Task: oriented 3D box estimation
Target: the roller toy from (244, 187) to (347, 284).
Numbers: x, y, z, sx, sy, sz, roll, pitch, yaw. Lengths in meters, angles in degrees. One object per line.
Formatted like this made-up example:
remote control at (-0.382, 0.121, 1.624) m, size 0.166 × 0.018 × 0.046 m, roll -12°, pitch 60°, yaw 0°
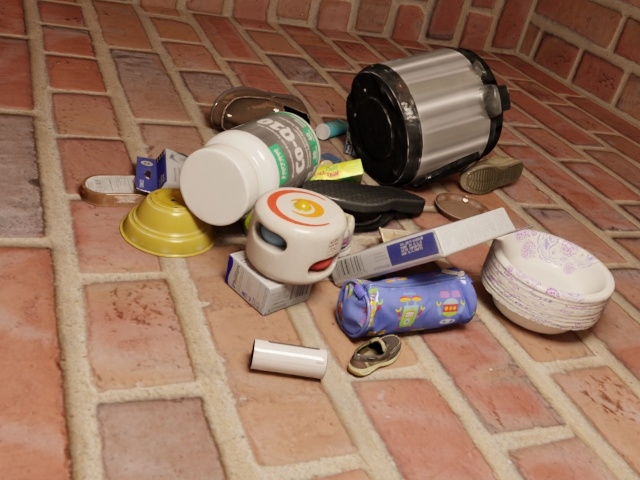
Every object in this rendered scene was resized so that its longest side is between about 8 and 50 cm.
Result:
roller toy at (-0.046, -0.016, 1.426) m, size 0.209 × 0.146 × 0.191 m, roll 9°, pitch 31°, yaw -11°

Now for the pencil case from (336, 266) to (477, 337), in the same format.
pencil case at (0.186, 0.124, 1.454) m, size 0.306 × 0.133 × 0.119 m, roll -4°, pitch 34°, yaw -28°

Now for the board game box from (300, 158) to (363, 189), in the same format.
board game box at (0.019, -0.165, 1.859) m, size 0.181 × 0.043 × 0.092 m, roll -12°, pitch -11°, yaw -4°

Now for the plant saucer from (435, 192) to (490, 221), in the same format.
plant saucer at (0.408, -0.086, 2.022) m, size 0.168 × 0.029 × 0.168 m, roll 11°, pitch 29°, yaw -6°

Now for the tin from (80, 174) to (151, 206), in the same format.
tin at (-0.474, -0.120, 1.678) m, size 0.190 × 0.040 × 0.106 m, roll -2°, pitch 37°, yaw -27°

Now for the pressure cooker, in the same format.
pressure cooker at (0.334, -0.377, 2.073) m, size 0.420 × 0.375 × 0.370 m, roll -19°, pitch 55°, yaw -23°

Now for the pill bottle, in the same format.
pill bottle at (-0.157, -0.170, 1.629) m, size 0.204 × 0.204 × 0.361 m, roll 23°, pitch 28°, yaw 14°

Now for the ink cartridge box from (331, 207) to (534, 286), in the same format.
ink cartridge box at (0.241, 0.008, 1.542) m, size 0.330 × 0.071 × 0.324 m, roll -16°, pitch -3°, yaw -41°

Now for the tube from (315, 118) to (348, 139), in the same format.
tube at (0.051, -0.376, 2.351) m, size 0.080 × 0.052 × 0.207 m, roll 34°, pitch 27°, yaw 13°

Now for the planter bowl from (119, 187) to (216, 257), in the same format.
planter bowl at (-0.335, -0.057, 1.576) m, size 0.217 × 0.090 × 0.217 m, roll 11°, pitch 30°, yaw -6°

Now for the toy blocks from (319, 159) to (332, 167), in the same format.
toy blocks at (-0.028, -0.205, 1.988) m, size 0.123 × 0.054 × 0.148 m, roll -20°, pitch 42°, yaw -25°

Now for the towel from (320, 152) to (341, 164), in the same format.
towel at (0.004, -0.229, 2.086) m, size 0.067 × 0.029 × 0.119 m, roll 35°, pitch 36°, yaw 29°

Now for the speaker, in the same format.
speaker at (-0.059, 0.214, 1.267) m, size 0.136 × 0.055 × 0.055 m, roll 10°, pitch 30°, yaw -8°

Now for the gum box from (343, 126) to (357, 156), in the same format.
gum box at (0.171, -0.307, 2.284) m, size 0.184 × 0.041 × 0.157 m, roll 13°, pitch 30°, yaw -2°

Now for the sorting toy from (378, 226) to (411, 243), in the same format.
sorting toy at (0.187, 0.008, 1.751) m, size 0.083 × 0.045 × 0.075 m, roll 6°, pitch 38°, yaw -17°

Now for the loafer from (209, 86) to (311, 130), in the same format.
loafer at (-0.171, -0.398, 2.191) m, size 0.366 × 0.134 × 0.130 m, roll -12°, pitch 38°, yaw -38°

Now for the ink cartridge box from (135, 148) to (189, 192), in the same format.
ink cartridge box at (-0.343, -0.160, 1.747) m, size 0.224 × 0.045 × 0.223 m, roll 13°, pitch 24°, yaw -21°

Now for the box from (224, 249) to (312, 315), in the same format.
box at (-0.107, 0.077, 1.464) m, size 0.126 × 0.072 × 0.137 m, roll -16°, pitch 42°, yaw -42°

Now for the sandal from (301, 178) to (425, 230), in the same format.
sandal at (0.121, -0.080, 1.820) m, size 0.167 × 0.107 × 0.446 m, roll 28°, pitch 18°, yaw 39°

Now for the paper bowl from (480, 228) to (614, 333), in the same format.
paper bowl at (0.510, 0.105, 1.616) m, size 0.284 × 0.148 × 0.284 m, roll 12°, pitch 29°, yaw -7°

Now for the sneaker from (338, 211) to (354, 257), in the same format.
sneaker at (0.000, 0.000, 1.604) m, size 0.103 × 0.111 × 0.252 m, roll 24°, pitch 31°, yaw 17°

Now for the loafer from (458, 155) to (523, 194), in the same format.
loafer at (0.527, -0.213, 2.228) m, size 0.268 × 0.102 × 0.092 m, roll -11°, pitch 28°, yaw -34°

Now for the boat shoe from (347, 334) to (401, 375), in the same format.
boat shoe at (0.112, 0.212, 1.351) m, size 0.056 × 0.049 × 0.152 m, roll 30°, pitch 33°, yaw 27°
